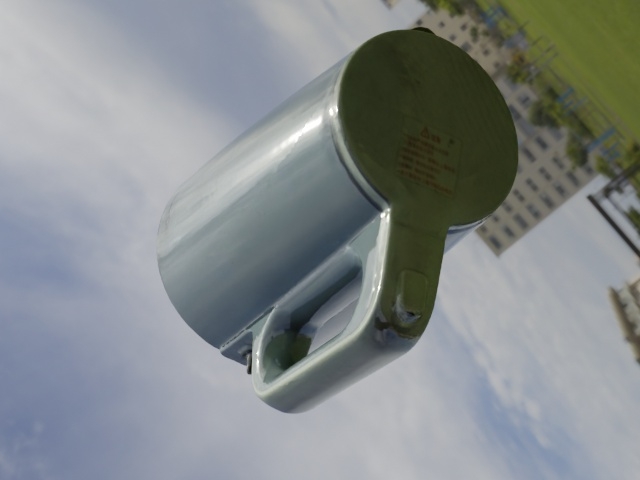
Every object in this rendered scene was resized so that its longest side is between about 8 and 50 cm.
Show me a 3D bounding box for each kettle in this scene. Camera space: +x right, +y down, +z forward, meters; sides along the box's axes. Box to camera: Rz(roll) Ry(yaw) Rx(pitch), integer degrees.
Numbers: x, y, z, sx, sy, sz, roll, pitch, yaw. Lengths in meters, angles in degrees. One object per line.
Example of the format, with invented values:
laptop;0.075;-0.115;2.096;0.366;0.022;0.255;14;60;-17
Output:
kettle;0.000;0.000;0.550;0.160;0.243;0.210;25;-117;-17
